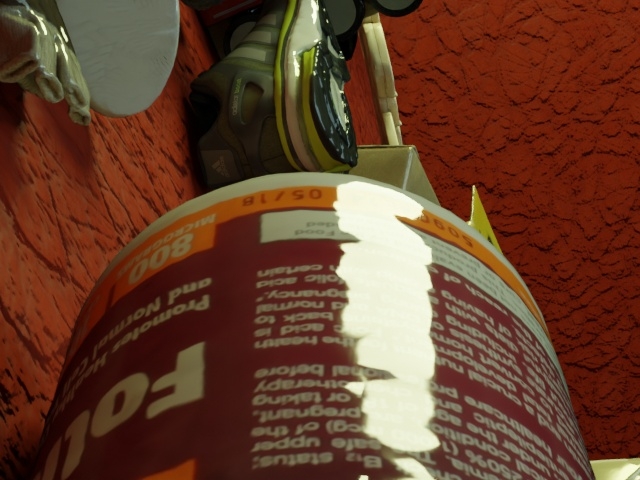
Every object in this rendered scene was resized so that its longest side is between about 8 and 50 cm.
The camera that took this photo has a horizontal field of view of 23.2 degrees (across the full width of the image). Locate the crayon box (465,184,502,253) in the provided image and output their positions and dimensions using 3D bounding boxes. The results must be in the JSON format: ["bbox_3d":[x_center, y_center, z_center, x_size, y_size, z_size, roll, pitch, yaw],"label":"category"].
[{"bbox_3d":[0.127,0.128,1.542,0.319,0.081,0.202,-74,148,-41],"label":"crayon box"}]

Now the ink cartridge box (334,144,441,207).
[{"bbox_3d":[0.051,0.065,1.293,0.235,0.088,0.193,60,38,-50],"label":"ink cartridge box"}]

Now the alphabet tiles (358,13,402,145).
[{"bbox_3d":[0.066,-0.156,1.652,0.284,0.021,0.278,76,2,-62],"label":"alphabet tiles"}]

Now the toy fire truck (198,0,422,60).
[{"bbox_3d":[-0.031,-0.297,1.423,0.158,0.217,0.246,-72,140,-76],"label":"toy fire truck"}]

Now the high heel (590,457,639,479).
[{"bbox_3d":[0.223,0.315,1.460,0.186,0.261,0.093,62,-2,-32],"label":"high heel"}]

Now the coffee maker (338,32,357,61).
[{"bbox_3d":[-0.018,-0.276,1.649,0.171,0.120,0.178,-48,142,-34],"label":"coffee maker"}]

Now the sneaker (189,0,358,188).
[{"bbox_3d":[-0.045,-0.137,1.263,0.300,0.121,0.111,-91,162,-62],"label":"sneaker"}]

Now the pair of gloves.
[{"bbox_3d":[-0.180,-0.171,0.756,0.240,0.042,0.204,66,1,-67],"label":"pair of gloves"}]

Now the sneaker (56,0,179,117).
[{"bbox_3d":[-0.145,-0.178,0.942,0.094,0.080,0.212,6,-68,68],"label":"sneaker"}]

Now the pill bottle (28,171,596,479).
[{"bbox_3d":[-0.002,0.147,0.529,0.392,0.224,0.224,-93,160,-66],"label":"pill bottle"}]

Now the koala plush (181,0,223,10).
[{"bbox_3d":[-0.094,-0.313,1.226,0.203,0.196,0.221,58,9,0],"label":"koala plush"}]
